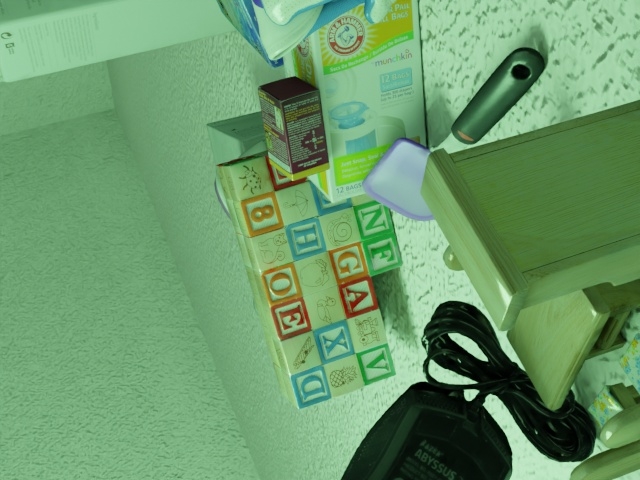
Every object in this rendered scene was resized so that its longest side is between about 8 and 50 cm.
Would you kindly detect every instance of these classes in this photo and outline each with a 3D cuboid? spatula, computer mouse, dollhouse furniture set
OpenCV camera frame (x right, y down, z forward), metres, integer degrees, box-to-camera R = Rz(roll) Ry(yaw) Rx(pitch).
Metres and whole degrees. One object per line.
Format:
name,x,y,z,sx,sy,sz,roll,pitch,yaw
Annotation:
spatula,0.119,-0.087,0.875,0.084,0.030,0.296,31,156,-5
computer mouse,0.086,0.202,0.813,0.188,0.272,0.072,41,165,-14
dollhouse furniture set,0.151,0.036,0.679,0.242,0.161,0.212,95,154,-54

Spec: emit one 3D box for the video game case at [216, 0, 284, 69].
video game case,-0.126,-0.385,1.309,0.269,0.061,0.244,65,175,-36

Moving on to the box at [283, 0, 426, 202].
box,0.032,-0.159,1.004,0.103,0.114,0.203,-131,29,-56

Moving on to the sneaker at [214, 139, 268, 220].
sneaker,0.000,0.000,1.282,0.305,0.152,0.114,53,-166,-11

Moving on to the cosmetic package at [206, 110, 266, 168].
cosmetic package,-0.081,-0.133,1.442,0.231,0.117,0.085,-147,43,-66

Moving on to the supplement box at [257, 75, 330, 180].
supplement box,-0.025,-0.108,0.959,0.055,0.043,0.083,41,145,53

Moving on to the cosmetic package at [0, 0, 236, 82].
cosmetic package,-0.335,-0.408,1.553,0.156,0.385,0.217,110,144,-64

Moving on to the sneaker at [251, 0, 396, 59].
sneaker,-0.077,-0.275,0.847,0.130,0.322,0.236,-6,-81,-81

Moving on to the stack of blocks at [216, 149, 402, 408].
stack of blocks,0.002,0.029,1.198,0.087,0.171,0.297,-165,59,-73

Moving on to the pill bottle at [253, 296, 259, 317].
pill bottle,-0.069,0.097,1.699,0.152,0.086,0.086,115,137,-69
